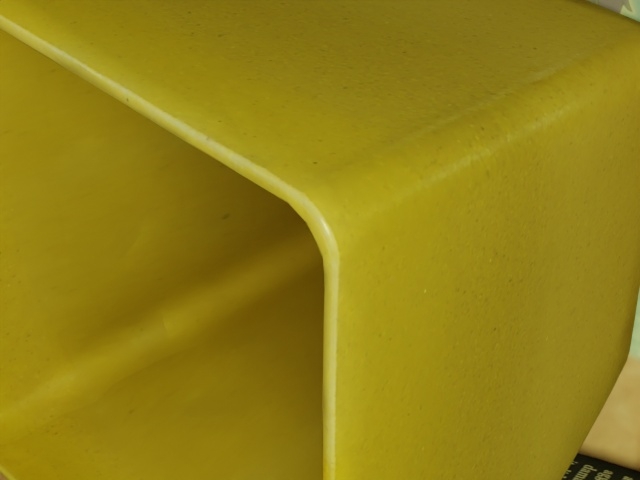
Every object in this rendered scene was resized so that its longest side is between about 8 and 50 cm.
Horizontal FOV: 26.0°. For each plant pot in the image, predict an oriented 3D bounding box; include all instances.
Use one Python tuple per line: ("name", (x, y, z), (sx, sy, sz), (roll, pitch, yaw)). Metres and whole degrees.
("plant pot", (0.000, 0.000, 0.468), (0.212, 0.187, 0.212), (33, 137, 37))

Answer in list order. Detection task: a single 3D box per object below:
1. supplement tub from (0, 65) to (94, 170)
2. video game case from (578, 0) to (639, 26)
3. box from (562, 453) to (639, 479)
("supplement tub", (-0.198, -0.045, 0.602), (0.207, 0.207, 0.338), (42, 121, 10))
("video game case", (0.067, -0.126, 0.478), (0.183, 0.023, 0.201), (39, 139, 30))
("box", (0.098, 0.256, 0.557), (0.294, 0.183, 0.296), (15, 115, 25))
